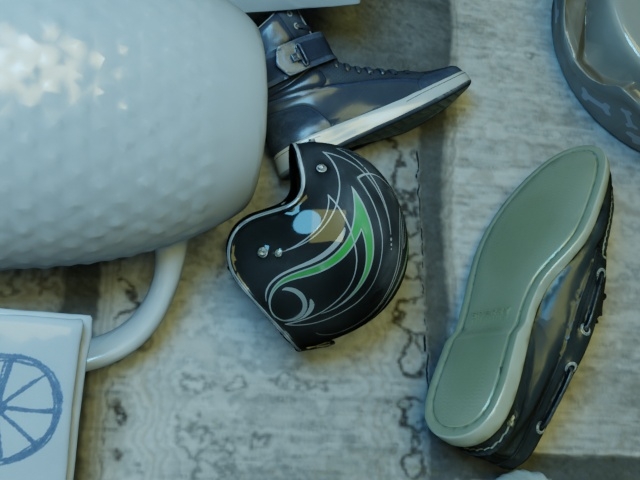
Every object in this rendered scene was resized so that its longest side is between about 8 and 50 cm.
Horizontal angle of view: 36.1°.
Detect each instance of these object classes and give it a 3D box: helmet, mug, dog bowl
[{"bbox_3d":[0.000,0.000,0.887,0.161,0.169,0.169,-39,84,-3],"label":"helmet"},{"bbox_3d":[-0.225,-0.066,0.825,0.328,0.276,0.373,1,103,-16],"label":"mug"},{"bbox_3d":[0.417,-0.241,1.089,0.349,0.102,0.348,4,72,-12],"label":"dog bowl"}]

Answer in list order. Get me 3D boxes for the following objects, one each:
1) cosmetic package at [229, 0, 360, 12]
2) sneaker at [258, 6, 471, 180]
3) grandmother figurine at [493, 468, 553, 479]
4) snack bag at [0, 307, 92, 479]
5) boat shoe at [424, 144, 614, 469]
[{"bbox_3d":[-0.080,-0.342,0.909,0.224,0.224,0.138,-4,46,-2],"label":"cosmetic package"},{"bbox_3d":[0.029,-0.176,0.990,0.226,0.086,0.163,-23,82,-17],"label":"sneaker"},{"bbox_3d":[0.262,0.354,0.873,0.208,0.104,0.342,-27,76,-47],"label":"grandmother figurine"},{"bbox_3d":[-0.340,0.213,0.716,0.323,0.037,0.342,4,89,-20],"label":"snack bag"},{"bbox_3d":[0.216,0.064,0.946,0.113,0.127,0.340,43,57,-28],"label":"boat shoe"}]
